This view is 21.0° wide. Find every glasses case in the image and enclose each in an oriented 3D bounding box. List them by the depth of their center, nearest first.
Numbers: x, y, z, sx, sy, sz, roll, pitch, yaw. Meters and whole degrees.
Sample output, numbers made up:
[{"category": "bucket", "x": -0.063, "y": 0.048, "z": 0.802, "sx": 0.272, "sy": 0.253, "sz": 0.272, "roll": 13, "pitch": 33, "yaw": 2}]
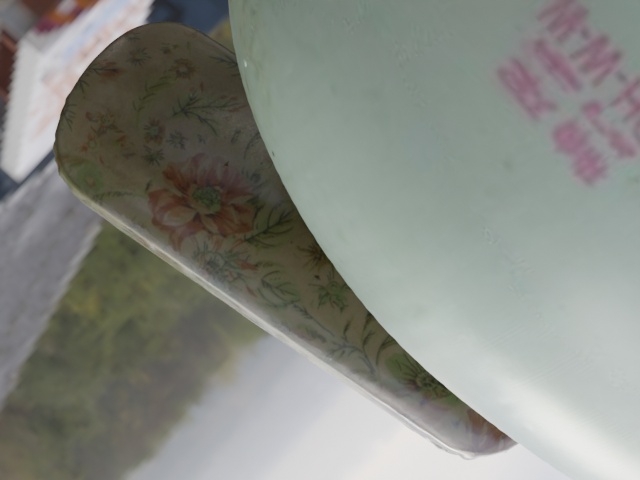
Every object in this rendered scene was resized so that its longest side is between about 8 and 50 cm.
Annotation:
[{"category": "glasses case", "x": 0.000, "y": 0.000, "z": 1.276, "sx": 0.156, "sy": 0.425, "sz": 0.098, "roll": -56, "pitch": -177, "yaw": -7}]

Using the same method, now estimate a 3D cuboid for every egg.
[{"category": "egg", "x": 0.129, "y": -0.026, "z": 0.594, "sx": 0.230, "sy": 0.371, "sz": 0.230, "roll": -46, "pitch": -172, "yaw": 8}]
